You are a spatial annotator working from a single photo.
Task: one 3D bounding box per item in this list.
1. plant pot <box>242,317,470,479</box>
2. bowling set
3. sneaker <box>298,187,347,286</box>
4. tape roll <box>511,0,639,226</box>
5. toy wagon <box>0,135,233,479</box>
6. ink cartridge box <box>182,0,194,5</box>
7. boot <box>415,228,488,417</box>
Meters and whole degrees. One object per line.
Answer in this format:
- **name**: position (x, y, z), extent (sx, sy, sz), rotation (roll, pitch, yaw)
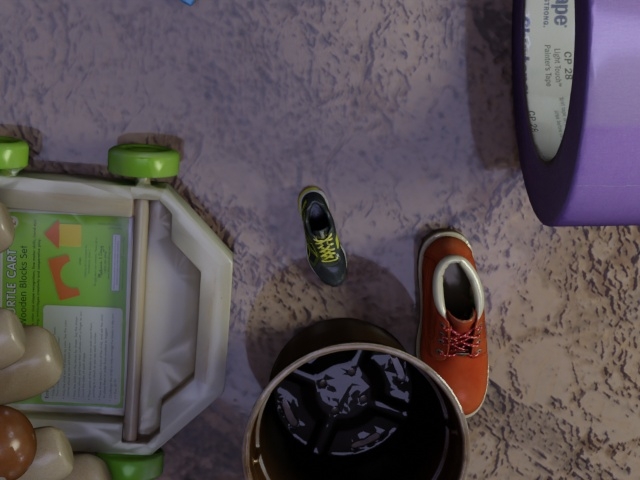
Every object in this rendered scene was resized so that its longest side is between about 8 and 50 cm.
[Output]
- **plant pot**: position (0.023, 0.138, 1.151), extent (0.167, 0.165, 0.167), rotation (0, 102, -2)
- **bowling set**: position (-0.271, 0.120, 1.055), extent (0.154, 0.200, 0.287), rotation (-19, 97, 3)
- **sneaker**: position (0.000, 0.000, 1.189), extent (0.031, 0.035, 0.083), rotation (-18, 101, 2)
- **tape roll**: position (0.202, -0.147, 1.048), extent (0.090, 0.275, 0.275), rotation (0, 101, -3)
- **toy wagon**: position (-0.244, 0.051, 1.172), extent (0.344, 0.068, 0.267), rotation (4, 101, -3)
- **ink cartridge box**: position (-0.124, -0.223, 1.143), extent (0.083, 0.028, 0.048), rotation (30, 98, -7)
- **boot**: position (0.108, 0.076, 1.185), extent (0.059, 0.084, 0.158), rotation (-9, 103, -3)
